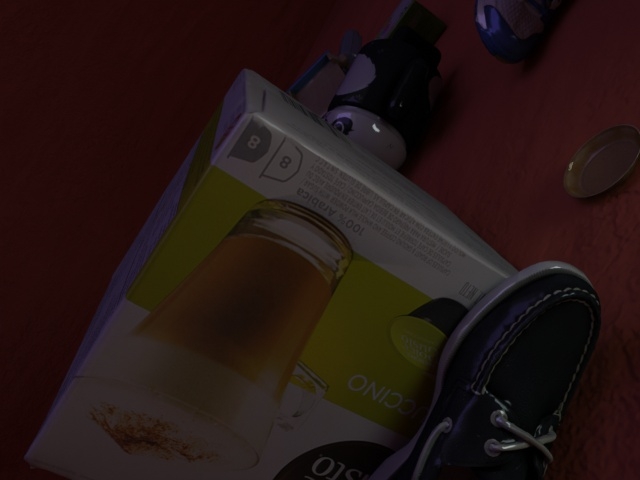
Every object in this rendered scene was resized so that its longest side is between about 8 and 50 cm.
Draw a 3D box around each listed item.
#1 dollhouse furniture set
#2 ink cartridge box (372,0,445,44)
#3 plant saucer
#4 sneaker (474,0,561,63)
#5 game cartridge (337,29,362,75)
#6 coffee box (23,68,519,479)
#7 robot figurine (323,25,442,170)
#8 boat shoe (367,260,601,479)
[{"bbox_3d":[0.024,-0.220,1.214,0.303,0.198,0.286,-42,36,16],"label":"dollhouse furniture set"},{"bbox_3d":[0.182,-0.484,1.335,0.189,0.097,0.255,-51,19,23],"label":"ink cartridge box"},{"bbox_3d":[0.276,-0.073,0.536,0.083,0.015,0.083,-49,19,24],"label":"plant saucer"},{"bbox_3d":[0.320,-0.390,0.785,0.131,0.111,0.297,-16,46,64],"label":"sneaker"},{"bbox_3d":[0.043,-0.360,1.407,0.198,0.062,0.297,-75,2,-52],"label":"game cartridge"},{"bbox_3d":[-0.027,0.066,0.587,0.334,0.337,0.338,-54,19,13],"label":"coffee box"},{"bbox_3d":[0.110,-0.247,1.000,0.278,0.173,0.209,-62,-23,-13],"label":"robot figurine"},{"bbox_3d":[0.125,0.160,0.416,0.091,0.114,0.303,-109,41,-69],"label":"boat shoe"}]
